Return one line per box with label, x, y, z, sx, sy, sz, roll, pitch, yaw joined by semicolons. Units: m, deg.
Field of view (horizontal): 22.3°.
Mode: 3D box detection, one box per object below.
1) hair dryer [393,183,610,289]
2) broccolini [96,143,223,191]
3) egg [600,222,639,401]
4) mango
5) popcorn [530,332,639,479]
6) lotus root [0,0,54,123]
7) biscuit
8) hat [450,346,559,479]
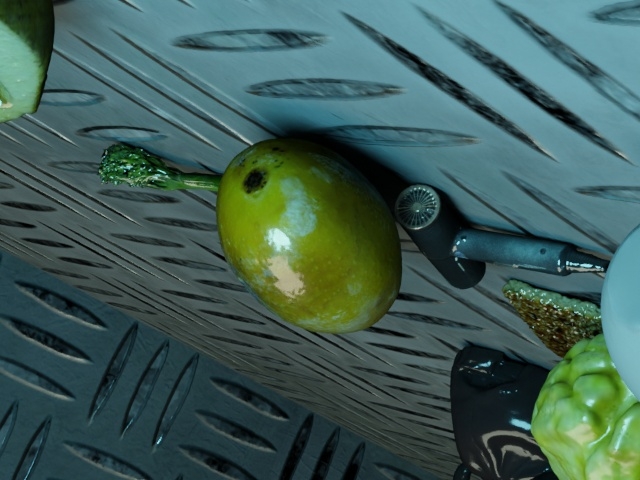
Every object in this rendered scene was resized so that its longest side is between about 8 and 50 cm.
hair dryer;0.180;0.016;1.502;0.195;0.050;0.173;15;167;24
broccolini;-0.136;-0.065;1.778;0.239;0.051;0.054;12;159;21
egg;0.301;0.063;1.133;0.232;0.176;0.176;32;166;-32
mango;0.000;0.000;1.499;0.193;0.146;0.316;52;-173;16
popcorn;0.330;0.209;1.604;0.258;0.270;0.224;-24;-158;-38
lotus root;-0.324;-0.200;1.285;0.267;0.149;0.260;-7;156;34
biscuit;0.280;0.102;1.730;0.131;0.025;0.231;17;167;30
hat;0.294;0.296;2.120;0.336;0.209;0.238;29;164;-31
